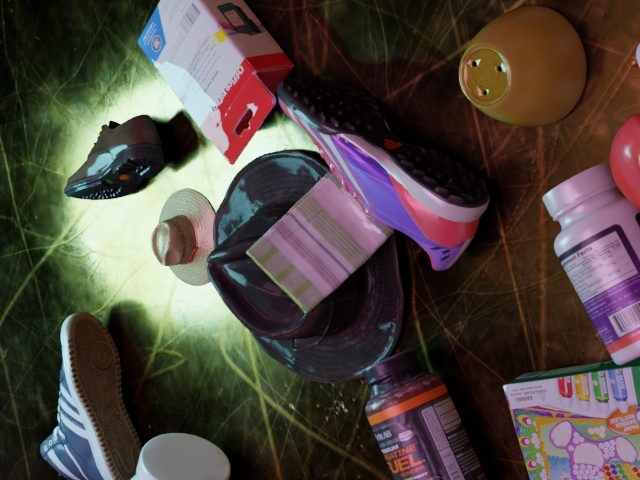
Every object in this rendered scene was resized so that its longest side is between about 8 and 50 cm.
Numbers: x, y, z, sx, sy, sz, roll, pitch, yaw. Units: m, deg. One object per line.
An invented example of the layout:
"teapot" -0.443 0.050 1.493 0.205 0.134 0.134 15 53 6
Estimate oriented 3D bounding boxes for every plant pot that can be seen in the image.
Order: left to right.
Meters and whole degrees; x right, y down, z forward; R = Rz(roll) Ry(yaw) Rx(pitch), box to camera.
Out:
"plant pot" 0.204 -0.182 1.438 0.134 0.095 0.134 14 111 40

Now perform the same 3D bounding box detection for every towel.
"towel" 0.000 0.000 1.620 0.113 0.152 0.023 43 166 13

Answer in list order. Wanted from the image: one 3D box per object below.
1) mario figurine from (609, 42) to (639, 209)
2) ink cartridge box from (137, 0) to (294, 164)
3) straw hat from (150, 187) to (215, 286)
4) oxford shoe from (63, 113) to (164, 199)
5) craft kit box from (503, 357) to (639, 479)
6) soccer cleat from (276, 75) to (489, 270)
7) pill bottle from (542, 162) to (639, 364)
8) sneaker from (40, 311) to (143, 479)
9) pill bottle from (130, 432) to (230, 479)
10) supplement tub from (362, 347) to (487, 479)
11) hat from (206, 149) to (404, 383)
"mario figurine" 0.421 -0.130 1.266 0.320 0.170 0.198 -32 43 32
"ink cartridge box" -0.127 -0.227 1.741 0.231 0.078 0.134 54 131 18
"straw hat" -0.207 0.001 1.891 0.144 0.061 0.144 13 110 39
"oxford shoe" -0.300 -0.119 1.944 0.227 0.083 0.096 -25 65 43
"craft kit box" 0.342 0.254 1.463 0.250 0.061 0.247 -16 93 44
"soccer cleat" 0.057 -0.088 1.597 0.318 0.108 0.116 37 128 27
"pill bottle" 0.310 0.022 1.389 0.108 0.108 0.193 -35 77 42
"sneaker" -0.380 0.256 2.095 0.153 0.099 0.282 -11 97 42
"pill bottle" -0.223 0.431 1.954 0.162 0.162 0.278 34 123 31
"supplement tub" 0.121 0.234 1.623 0.106 0.106 0.198 -31 80 43
"hat" -0.055 0.047 1.715 0.331 0.134 0.331 14 112 39
